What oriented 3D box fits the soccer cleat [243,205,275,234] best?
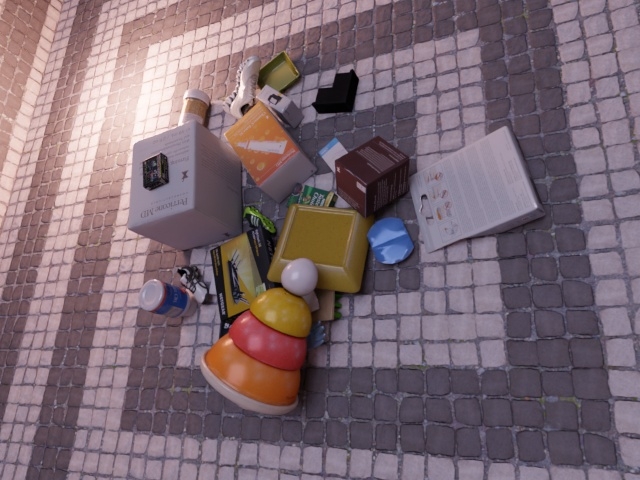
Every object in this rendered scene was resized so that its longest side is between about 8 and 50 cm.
[{"bbox_3d":[-0.247,-0.069,1.947,0.179,0.060,0.072,42,116,29],"label":"soccer cleat"}]

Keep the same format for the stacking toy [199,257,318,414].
[{"bbox_3d":[-0.139,0.277,1.562,0.350,0.350,0.480,29,92,32],"label":"stacking toy"}]

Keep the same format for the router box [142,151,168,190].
[{"bbox_3d":[-0.627,-0.261,1.829,0.092,0.038,0.123,-20,65,19],"label":"router box"}]

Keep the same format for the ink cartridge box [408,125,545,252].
[{"bbox_3d":[0.502,-0.153,1.605,0.385,0.091,0.308,-27,61,35],"label":"ink cartridge box"}]

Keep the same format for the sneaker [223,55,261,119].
[{"bbox_3d":[-0.324,-0.676,2.151,0.118,0.110,0.292,41,118,23],"label":"sneaker"}]

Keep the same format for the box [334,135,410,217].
[{"bbox_3d":[0.180,-0.223,1.677,0.203,0.167,0.168,-32,55,-19],"label":"box"}]

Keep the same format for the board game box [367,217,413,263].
[{"bbox_3d":[0.243,0.005,1.676,0.133,0.033,0.169,-24,66,7],"label":"board game box"}]

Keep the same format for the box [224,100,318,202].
[{"bbox_3d":[-0.206,-0.361,1.962,0.215,0.168,0.345,-40,59,8],"label":"box"}]

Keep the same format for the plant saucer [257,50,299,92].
[{"bbox_3d":[-0.192,-0.732,2.163,0.188,0.045,0.188,-35,60,12],"label":"plant saucer"}]

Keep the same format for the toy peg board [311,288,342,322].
[{"bbox_3d":[0.004,0.214,1.712,0.160,0.079,0.161,-14,65,39],"label":"toy peg board"}]

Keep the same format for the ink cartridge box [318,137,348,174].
[{"bbox_3d":[0.077,-0.301,1.843,0.090,0.092,0.143,-39,59,9],"label":"ink cartridge box"}]

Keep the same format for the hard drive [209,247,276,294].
[{"bbox_3d":[-0.288,0.125,1.899,0.307,0.040,0.203,1,72,27],"label":"hard drive"}]

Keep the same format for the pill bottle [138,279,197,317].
[{"bbox_3d":[-0.595,0.238,1.904,0.124,0.221,0.124,-9,69,23],"label":"pill bottle"}]

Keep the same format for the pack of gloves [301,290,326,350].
[{"bbox_3d":[-0.088,0.297,1.681,0.232,0.046,0.195,-34,67,33],"label":"pack of gloves"}]

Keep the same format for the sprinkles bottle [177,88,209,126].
[{"bbox_3d":[-0.609,-0.526,2.251,0.121,0.121,0.356,-1,71,26],"label":"sprinkles bottle"}]

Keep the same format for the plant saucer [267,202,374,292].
[{"bbox_3d":[0.000,0.000,1.693,0.332,0.081,0.333,7,59,13],"label":"plant saucer"}]

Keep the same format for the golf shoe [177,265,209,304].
[{"bbox_3d":[-0.523,0.183,1.954,0.077,0.093,0.198,-55,52,20],"label":"golf shoe"}]

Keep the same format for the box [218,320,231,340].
[{"bbox_3d":[-0.276,0.325,1.812,0.220,0.051,0.175,-7,68,24],"label":"box"}]

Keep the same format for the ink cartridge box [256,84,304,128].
[{"bbox_3d":[-0.168,-0.566,2.043,0.175,0.127,0.072,38,88,31],"label":"ink cartridge box"}]

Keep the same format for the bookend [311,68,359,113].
[{"bbox_3d":[0.061,-0.609,1.976,0.157,0.072,0.156,4,73,28],"label":"bookend"}]

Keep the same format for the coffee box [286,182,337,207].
[{"bbox_3d":[-0.034,-0.152,1.873,0.184,0.040,0.113,21,82,30],"label":"coffee box"}]

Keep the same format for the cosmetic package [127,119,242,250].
[{"bbox_3d":[-0.544,-0.211,1.983,0.329,0.327,0.394,-14,67,21],"label":"cosmetic package"}]

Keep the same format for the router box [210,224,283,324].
[{"bbox_3d":[-0.279,0.130,1.814,0.242,0.081,0.309,-26,59,16],"label":"router box"}]
